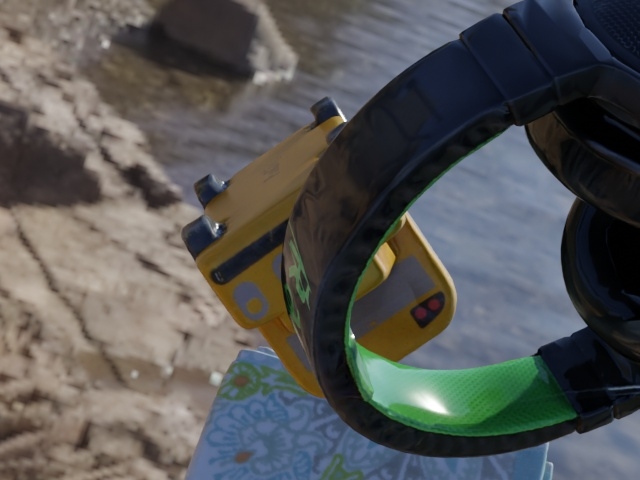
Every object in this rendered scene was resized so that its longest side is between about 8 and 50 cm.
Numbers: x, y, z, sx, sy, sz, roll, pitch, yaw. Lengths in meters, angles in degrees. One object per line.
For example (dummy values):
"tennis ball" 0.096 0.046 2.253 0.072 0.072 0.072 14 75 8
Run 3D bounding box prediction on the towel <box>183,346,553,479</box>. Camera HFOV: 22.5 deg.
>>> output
"towel" 0.019 0.292 1.444 0.320 0.090 0.375 14 62 12

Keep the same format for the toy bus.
"toy bus" 0.000 0.000 0.965 0.130 0.108 0.333 56 3 -9

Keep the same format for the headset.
"headset" 0.181 -0.012 0.713 0.394 0.243 0.185 -26 48 -3
